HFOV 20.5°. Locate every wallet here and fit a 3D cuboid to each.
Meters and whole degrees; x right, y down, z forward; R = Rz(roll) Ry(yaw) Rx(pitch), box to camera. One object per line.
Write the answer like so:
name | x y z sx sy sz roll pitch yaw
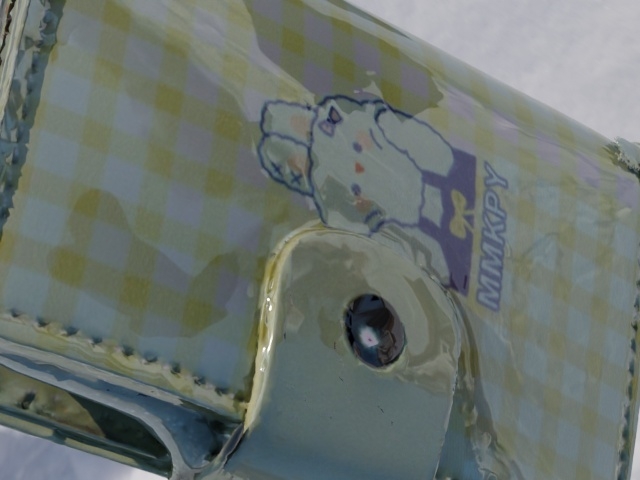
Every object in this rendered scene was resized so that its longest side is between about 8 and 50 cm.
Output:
wallet | 0.000 0.000 0.664 0.309 0.223 0.077 24 146 -28
